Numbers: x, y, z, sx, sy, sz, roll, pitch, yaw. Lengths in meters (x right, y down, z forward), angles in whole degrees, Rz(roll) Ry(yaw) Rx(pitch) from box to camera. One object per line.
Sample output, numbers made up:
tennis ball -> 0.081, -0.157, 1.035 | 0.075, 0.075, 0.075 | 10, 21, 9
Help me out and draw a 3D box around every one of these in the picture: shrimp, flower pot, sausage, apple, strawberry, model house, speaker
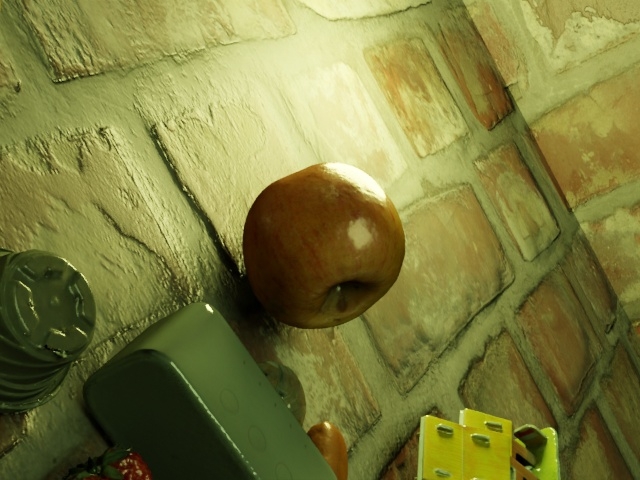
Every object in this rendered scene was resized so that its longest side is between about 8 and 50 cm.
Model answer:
shrimp -> -0.108, 0.271, 1.585 | 0.254, 0.059, 0.145 | 10, 70, -56
flower pot -> -0.383, 0.099, 1.239 | 0.235, 0.141, 0.235 | 31, 48, -42
sausage -> 0.000, 0.412, 1.602 | 0.098, 0.098, 0.238 | 44, 31, -27
apple -> 0.000, 0.000, 1.713 | 0.299, 0.299, 0.275 | 9, 50, -51
strawberry -> -0.268, 0.348, 1.251 | 0.131, 0.131, 0.148 | -18, 75, -57
model house -> 0.344, 0.425, 1.850 | 0.324, 0.340, 0.300 | 39, 39, -27
speaker -> -0.145, 0.298, 1.406 | 0.406, 0.183, 0.184 | 56, 29, -11
